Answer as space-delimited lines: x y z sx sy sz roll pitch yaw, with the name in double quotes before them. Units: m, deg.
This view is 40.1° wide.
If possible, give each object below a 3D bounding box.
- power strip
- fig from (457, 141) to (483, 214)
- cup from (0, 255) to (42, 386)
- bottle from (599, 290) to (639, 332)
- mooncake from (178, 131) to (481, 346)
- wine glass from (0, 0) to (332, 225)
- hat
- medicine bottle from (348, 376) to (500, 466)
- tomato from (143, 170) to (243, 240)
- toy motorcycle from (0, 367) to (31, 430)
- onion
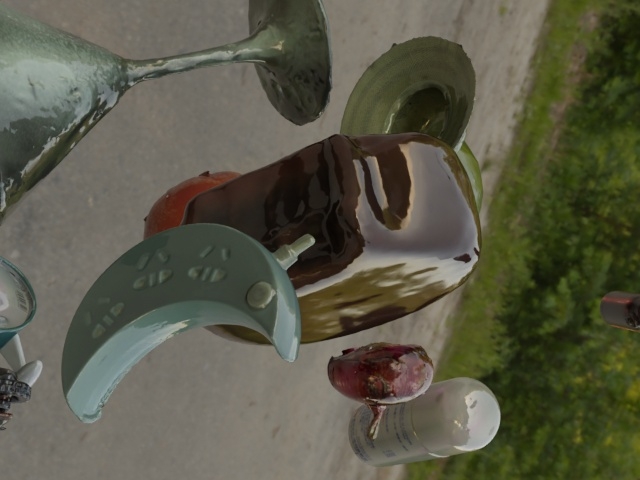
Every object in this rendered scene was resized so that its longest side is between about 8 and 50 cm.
"power strip" -0.118 0.060 0.794 0.054 0.253 0.167 51 23 -52
"fig" 0.161 -0.088 1.552 0.316 0.316 0.316 -46 151 -36
"cup" -0.553 0.123 1.338 0.173 0.299 0.167 -41 179 21
"bottle" 0.444 0.102 1.242 0.164 0.060 0.060 39 77 -88
"mooncake" 0.000 0.000 0.994 0.334 0.174 0.326 2 156 -28
"wine glass" -0.204 -0.192 0.983 0.406 0.267 0.267 -18 135 -25
"hat" 0.151 -0.167 1.284 0.110 0.252 0.252 25 90 -41
"medicine bottle" 0.187 0.327 1.572 0.130 0.130 0.341 -48 -172 -33
"tomato" -0.201 0.000 1.677 0.265 0.265 0.264 -46 151 -36
"toy motorcycle" -0.480 0.216 1.203 0.118 0.212 0.084 16 61 -30
"onion" 0.085 0.212 1.223 0.150 0.150 0.140 2 86 -65
